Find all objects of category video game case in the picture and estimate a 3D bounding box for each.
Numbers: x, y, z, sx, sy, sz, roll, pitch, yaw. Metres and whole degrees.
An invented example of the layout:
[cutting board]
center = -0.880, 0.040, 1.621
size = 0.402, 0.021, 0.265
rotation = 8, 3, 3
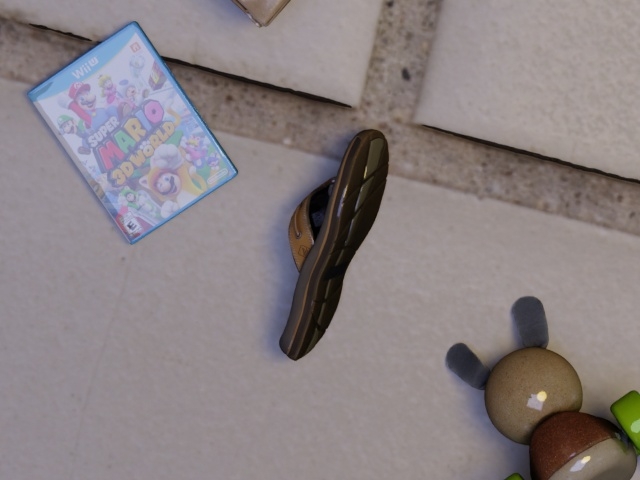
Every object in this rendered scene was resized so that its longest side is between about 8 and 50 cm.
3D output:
[video game case]
center = -0.169, -0.096, 1.727
size = 0.119, 0.015, 0.166
rotation = -33, 97, 7

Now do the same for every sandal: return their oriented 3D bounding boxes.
[sandal]
center = 0.000, 0.000, 1.715
size = 0.060, 0.090, 0.219
rotation = 25, 107, 19

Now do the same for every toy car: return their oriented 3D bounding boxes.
[toy car]
center = 0.199, 0.150, 1.722
size = 0.155, 0.149, 0.188
rotation = -35, 68, 3

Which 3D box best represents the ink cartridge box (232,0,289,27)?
[ink cartridge box]
center = -0.068, -0.332, 1.648
size = 0.235, 0.088, 0.193
rotation = 43, 99, -6
